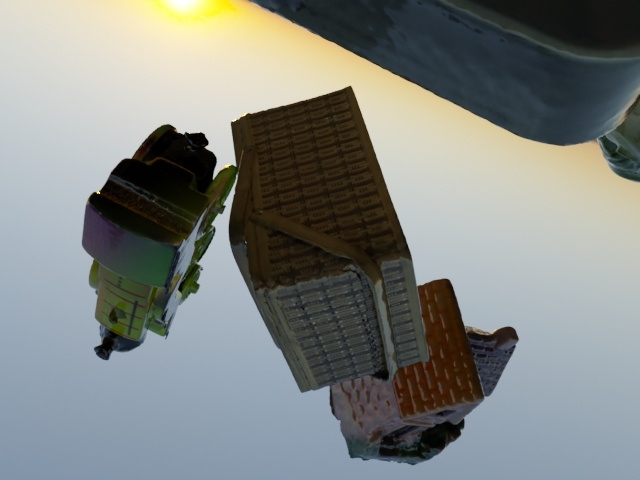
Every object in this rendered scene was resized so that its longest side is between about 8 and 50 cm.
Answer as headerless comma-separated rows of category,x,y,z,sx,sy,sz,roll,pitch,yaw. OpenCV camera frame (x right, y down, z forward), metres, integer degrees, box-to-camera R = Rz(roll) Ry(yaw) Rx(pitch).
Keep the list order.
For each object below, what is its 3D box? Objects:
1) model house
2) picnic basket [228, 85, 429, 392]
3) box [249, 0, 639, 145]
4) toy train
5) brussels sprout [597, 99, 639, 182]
model house,0.175,0.208,0.965,0.236,0.237,0.202,18,-132,-32
picnic basket,0.000,0.000,0.755,0.175,0.228,0.313,-15,-133,2
box,0.118,-0.302,0.454,0.395,0.397,0.111,32,163,18
toy train,-0.174,0.016,0.646,0.100,0.296,0.161,28,-130,-2
brussels sprout,0.457,-0.186,0.826,0.271,0.210,0.219,2,170,-33
